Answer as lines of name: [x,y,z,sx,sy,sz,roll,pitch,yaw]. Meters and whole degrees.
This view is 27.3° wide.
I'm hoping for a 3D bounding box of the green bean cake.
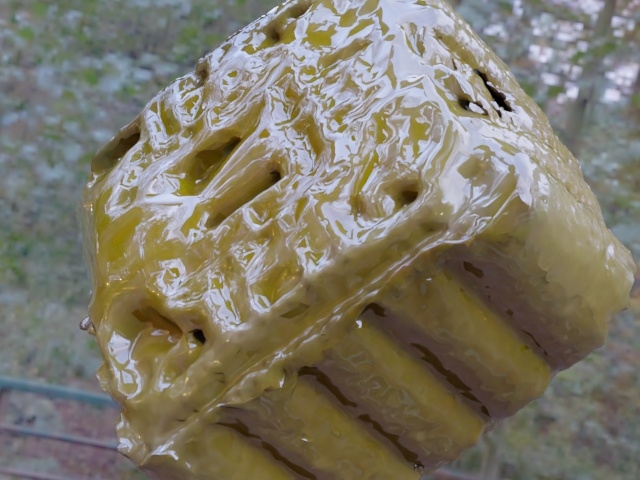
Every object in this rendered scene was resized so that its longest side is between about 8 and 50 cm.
green bean cake: [0.000,0.000,0.608,0.131,0.229,0.224,43,15,-40]
